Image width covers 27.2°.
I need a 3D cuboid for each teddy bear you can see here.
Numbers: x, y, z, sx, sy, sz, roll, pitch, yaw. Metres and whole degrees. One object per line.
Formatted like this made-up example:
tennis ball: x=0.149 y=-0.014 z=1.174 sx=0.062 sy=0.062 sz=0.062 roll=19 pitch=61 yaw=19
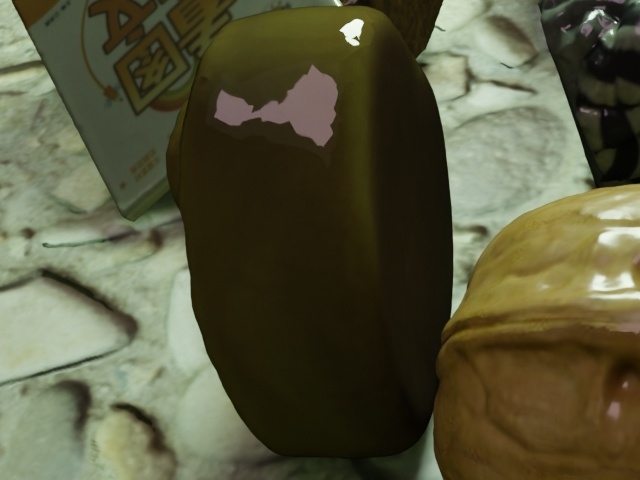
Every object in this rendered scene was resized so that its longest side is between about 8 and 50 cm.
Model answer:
teddy bear: x=0.228 y=-0.120 z=0.706 sx=0.251 sy=0.171 sz=0.144 roll=-28 pitch=52 yaw=23

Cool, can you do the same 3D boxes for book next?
book: x=-0.121 y=-0.185 z=0.951 sx=0.208 sy=0.020 sz=0.295 roll=-40 pitch=58 yaw=14

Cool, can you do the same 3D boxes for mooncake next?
mooncake: x=0.000 y=0.000 z=0.694 sx=0.117 sy=0.235 sz=0.235 roll=-1 pitch=44 yaw=14

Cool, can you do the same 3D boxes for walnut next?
walnut: x=0.158 y=0.067 z=0.584 sx=0.226 sy=0.193 sz=0.193 roll=13 pitch=50 yaw=31

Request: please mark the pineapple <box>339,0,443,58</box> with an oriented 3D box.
pineapple: x=-0.043 y=-0.195 z=0.998 sx=0.277 sy=0.130 sz=0.119 roll=20 pitch=83 yaw=33
